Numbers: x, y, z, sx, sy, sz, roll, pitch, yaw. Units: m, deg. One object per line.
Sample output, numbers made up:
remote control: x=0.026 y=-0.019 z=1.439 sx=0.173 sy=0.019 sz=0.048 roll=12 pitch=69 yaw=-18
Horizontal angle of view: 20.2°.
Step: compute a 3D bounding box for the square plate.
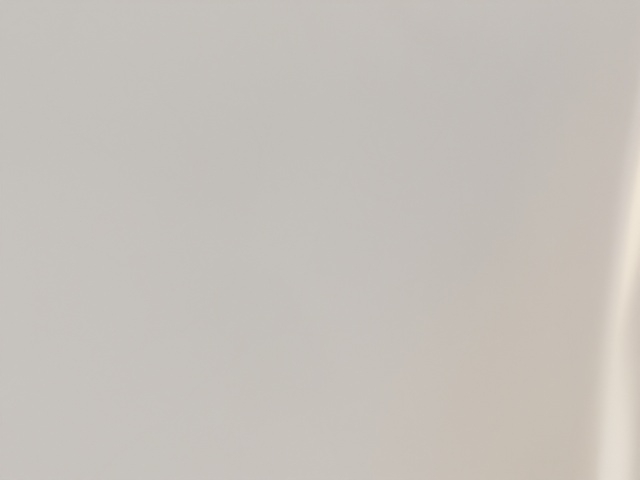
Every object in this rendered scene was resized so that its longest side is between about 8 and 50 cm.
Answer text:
square plate: x=0.000 y=0.000 z=0.393 sx=0.347 sy=0.344 sz=0.049 roll=17 pitch=170 yaw=-42
